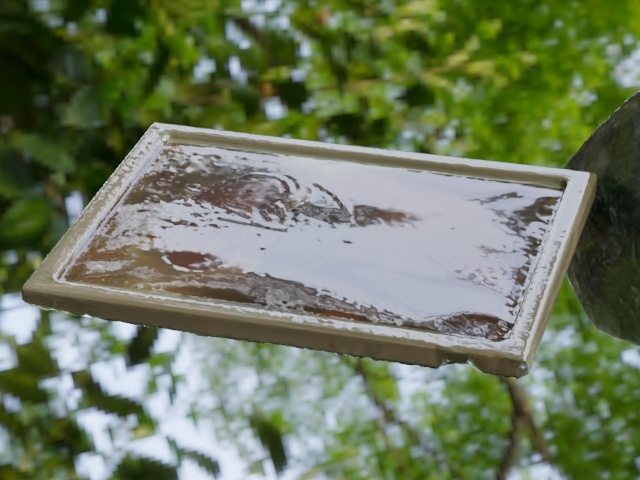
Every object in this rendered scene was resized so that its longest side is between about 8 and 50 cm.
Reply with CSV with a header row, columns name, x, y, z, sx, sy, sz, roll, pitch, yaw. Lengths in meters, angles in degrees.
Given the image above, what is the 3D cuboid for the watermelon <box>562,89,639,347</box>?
name,x,y,z,sx,sy,sz,roll,pitch,yaw
watermelon,0.329,-0.007,1.204,0.320,0.214,0.289,-42,-106,5

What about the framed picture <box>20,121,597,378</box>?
name,x,y,z,sx,sy,sz,roll,pitch,yaw
framed picture,0.000,0.000,1.143,0.289,0.211,0.020,8,-57,15
